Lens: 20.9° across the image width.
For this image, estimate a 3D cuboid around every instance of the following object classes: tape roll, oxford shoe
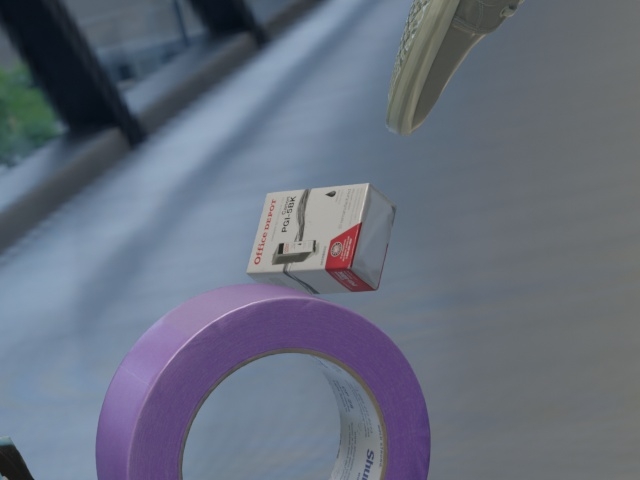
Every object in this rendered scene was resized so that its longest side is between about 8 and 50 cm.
[{"bbox_3d":[-0.047,0.177,1.473,0.275,0.274,0.090,-19,15,-21],"label":"tape roll"},{"bbox_3d":[0.185,-0.296,1.823,0.130,0.449,0.169,21,23,-9],"label":"oxford shoe"}]

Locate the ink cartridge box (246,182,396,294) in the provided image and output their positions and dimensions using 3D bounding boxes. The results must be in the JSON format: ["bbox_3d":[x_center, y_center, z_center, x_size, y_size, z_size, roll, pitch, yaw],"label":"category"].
[{"bbox_3d":[0.000,0.000,1.780,0.135,0.056,0.099,-5,61,37],"label":"ink cartridge box"}]

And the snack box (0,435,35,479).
[{"bbox_3d":[-0.271,0.353,1.485,0.187,0.322,0.060,-34,-10,15],"label":"snack box"}]
